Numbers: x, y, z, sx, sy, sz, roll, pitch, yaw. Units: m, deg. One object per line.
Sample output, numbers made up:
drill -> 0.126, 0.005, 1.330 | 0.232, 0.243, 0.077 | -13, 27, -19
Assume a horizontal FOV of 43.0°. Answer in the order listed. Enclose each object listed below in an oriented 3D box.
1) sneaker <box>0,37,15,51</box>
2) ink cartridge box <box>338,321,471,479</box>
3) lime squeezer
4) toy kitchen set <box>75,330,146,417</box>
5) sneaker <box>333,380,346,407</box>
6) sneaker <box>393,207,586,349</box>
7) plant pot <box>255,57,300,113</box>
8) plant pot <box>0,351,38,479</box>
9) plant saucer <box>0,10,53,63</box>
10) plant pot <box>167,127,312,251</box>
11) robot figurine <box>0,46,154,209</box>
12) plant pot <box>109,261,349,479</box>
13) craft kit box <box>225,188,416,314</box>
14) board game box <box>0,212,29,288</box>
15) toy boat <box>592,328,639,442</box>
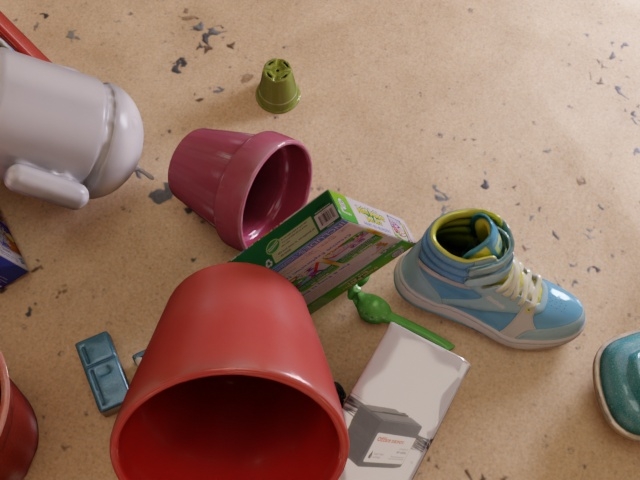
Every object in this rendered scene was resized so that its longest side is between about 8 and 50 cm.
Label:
sneaker -> -0.518, -0.259, 1.406 | 0.237, 0.086, 0.085 | 47, 71, -10
ink cartridge box -> 0.072, 0.298, 1.134 | 0.129, 0.223, 0.307 | 28, 68, 12
lime squeezer -> 0.091, 0.066, 1.328 | 0.110, 0.059, 0.310 | -28, 69, -13
toy kitchen set -> -0.261, 0.152, 1.216 | 0.207, 0.166, 0.122 | -23, 69, -12
sneaker -> -0.045, 0.290, 1.188 | 0.079, 0.121, 0.217 | 33, 69, 13
sneaker -> 0.286, 0.058, 1.244 | 0.319, 0.208, 0.127 | 15, 58, -3
plant pot -> -0.077, -0.284, 1.462 | 0.083, 0.079, 0.083 | 1, 67, -1
plant pot -> -0.522, 0.254, 1.109 | 0.273, 0.265, 0.272 | 1, 67, -2
plant saucer -> -0.656, -0.321, 1.476 | 0.259, 0.047, 0.258 | -41, 74, -18
plant pot -> -0.140, -0.096, 1.328 | 0.180, 0.201, 0.201 | 24, 67, 26
robot figurine -> -0.437, -0.181, 1.299 | 0.354, 0.200, 0.299 | 15, 50, -34
plant pot -> -0.109, 0.174, 1.012 | 0.275, 0.274, 0.243 | -2, 36, -3
craft kit box -> -0.016, 0.036, 1.183 | 0.250, 0.247, 0.061 | -35, 65, 19
board game box -> -0.590, -0.072, 1.201 | 0.078, 0.347, 0.233 | -32, 71, -3
toy boat -> 0.564, 0.271, 1.204 | 0.268, 0.148, 0.318 | -8, 67, -6
